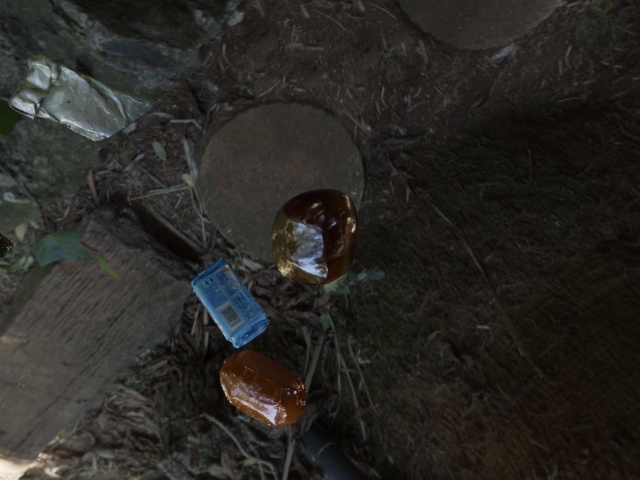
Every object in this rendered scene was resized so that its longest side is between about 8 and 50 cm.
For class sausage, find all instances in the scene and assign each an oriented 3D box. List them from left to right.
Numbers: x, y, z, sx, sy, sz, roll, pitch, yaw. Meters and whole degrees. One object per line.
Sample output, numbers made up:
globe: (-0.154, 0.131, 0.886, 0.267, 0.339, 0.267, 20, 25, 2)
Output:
sausage: (-0.166, 0.422, 1.306, 0.267, 0.153, 0.141, 28, 106, 6)

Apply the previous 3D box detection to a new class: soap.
soap: (-0.308, 0.212, 1.544, 0.156, 0.077, 0.293, -33, 74, -19)

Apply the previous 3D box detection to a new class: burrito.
burrito: (-0.625, -0.364, 1.229, 0.347, 0.107, 0.175, 13, 113, -36)

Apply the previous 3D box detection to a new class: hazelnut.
hazelnut: (0.000, 0.000, 1.041, 0.217, 0.218, 0.234, 18, 136, -8)

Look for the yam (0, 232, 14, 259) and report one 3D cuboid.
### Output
yam: (-0.734, -0.059, 0.888, 0.061, 0.061, 0.274, -28, 122, 16)
